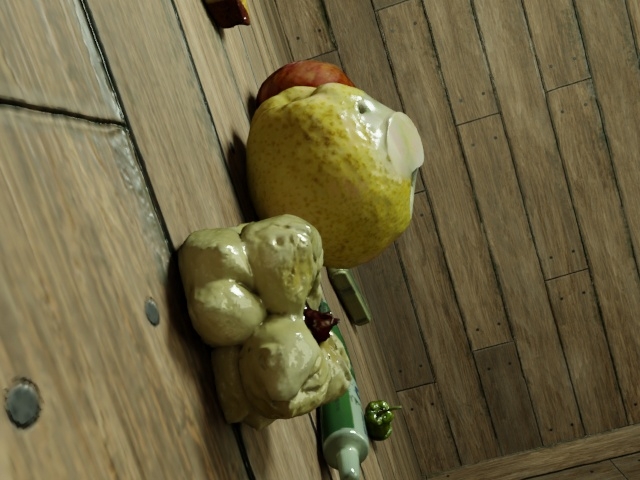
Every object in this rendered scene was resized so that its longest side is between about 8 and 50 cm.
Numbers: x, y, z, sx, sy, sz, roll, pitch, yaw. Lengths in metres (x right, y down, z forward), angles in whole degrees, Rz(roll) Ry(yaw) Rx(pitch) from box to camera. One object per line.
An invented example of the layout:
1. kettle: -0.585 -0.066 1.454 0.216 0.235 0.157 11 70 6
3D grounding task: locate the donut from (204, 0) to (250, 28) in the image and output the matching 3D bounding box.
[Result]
1. donut: -0.160 -0.414 0.814 0.140 0.059 0.140 -17 90 -85

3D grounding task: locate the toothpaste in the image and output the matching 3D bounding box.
1. toothpaste: 0.024 0.213 0.765 0.392 0.061 0.098 -100 171 -68

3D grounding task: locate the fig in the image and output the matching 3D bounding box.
1. fig: -0.015 -0.236 0.963 0.263 0.224 0.224 -104 174 -59

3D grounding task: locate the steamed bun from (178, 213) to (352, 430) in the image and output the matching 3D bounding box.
1. steamed bun: -0.036 0.057 0.418 0.192 0.106 0.177 37 35 -77

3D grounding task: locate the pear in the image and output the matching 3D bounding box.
1. pear: 0.008 -0.095 0.720 0.271 0.271 0.271 -17 90 -84

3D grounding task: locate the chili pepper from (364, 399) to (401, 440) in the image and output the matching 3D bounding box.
1. chili pepper: 0.132 0.407 1.154 0.072 0.073 0.204 56 -16 35

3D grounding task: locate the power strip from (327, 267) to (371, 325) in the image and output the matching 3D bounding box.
1. power strip: 0.085 0.155 1.477 0.387 0.066 0.092 61 11 -52
